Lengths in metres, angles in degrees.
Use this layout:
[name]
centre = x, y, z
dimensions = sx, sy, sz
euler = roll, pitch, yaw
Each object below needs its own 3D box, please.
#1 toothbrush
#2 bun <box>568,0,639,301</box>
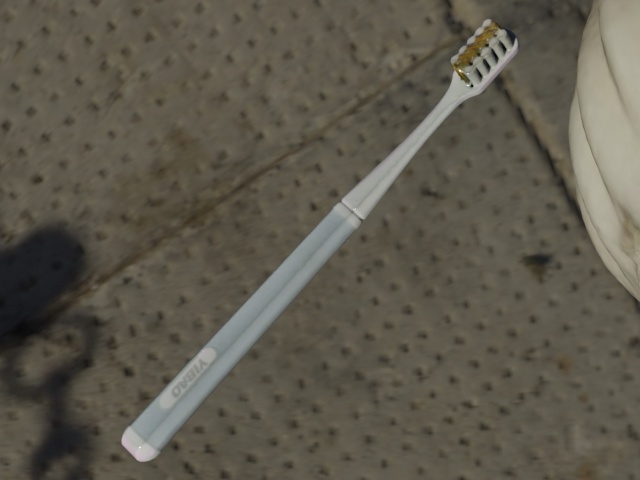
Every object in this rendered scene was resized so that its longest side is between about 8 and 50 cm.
[toothbrush]
centre = 0.001, 0.001, 1.008
dimensions = 0.025, 0.030, 0.342
euler = 42, 91, 27
[bun]
centre = 0.198, -0.099, 0.765
dimensions = 0.263, 0.263, 0.175
euler = -29, 58, -21
